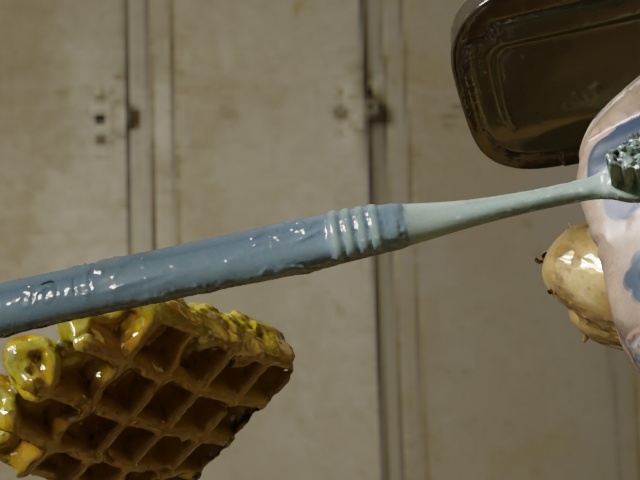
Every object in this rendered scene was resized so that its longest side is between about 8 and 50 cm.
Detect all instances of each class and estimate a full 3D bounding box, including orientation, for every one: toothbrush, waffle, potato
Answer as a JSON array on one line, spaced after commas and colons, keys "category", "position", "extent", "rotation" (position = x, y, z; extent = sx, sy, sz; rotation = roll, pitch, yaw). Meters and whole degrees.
[{"category": "toothbrush", "position": [0.000, 0.000, 0.415], "extent": [0.019, 0.219, 0.016], "rotation": [59, -159, -65]}, {"category": "waffle", "position": [-0.131, 0.100, 1.078], "extent": [0.160, 0.211, 0.055], "rotation": [-48, 52, 12]}, {"category": "potato", "position": [0.313, 0.044, 1.420], "extent": [0.161, 0.235, 0.128], "rotation": [-167, 81, -71]}]

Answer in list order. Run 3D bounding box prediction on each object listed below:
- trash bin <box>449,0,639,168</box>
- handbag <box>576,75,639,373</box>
[{"category": "trash bin", "position": [0.217, -0.213, 1.358], "extent": [0.250, 0.220, 0.219], "rotation": [-91, -13, -45]}, {"category": "handbag", "position": [0.265, -0.011, 0.678], "extent": [0.193, 0.251, 0.190], "rotation": [-51, 34, 42]}]
